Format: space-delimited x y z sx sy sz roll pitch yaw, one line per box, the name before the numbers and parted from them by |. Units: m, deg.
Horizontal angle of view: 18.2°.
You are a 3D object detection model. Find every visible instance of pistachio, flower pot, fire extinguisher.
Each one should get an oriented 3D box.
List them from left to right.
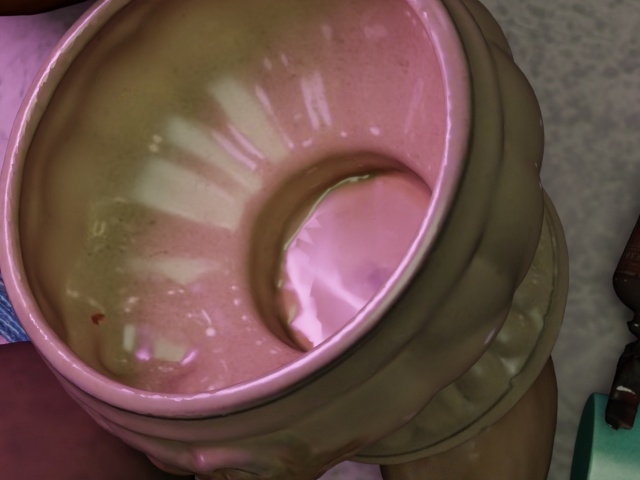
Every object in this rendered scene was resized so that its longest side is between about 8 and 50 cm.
flower pot | 0.000 0.000 1.112 0.307 0.244 0.307 -11 65 25
pistachio | 0.091 0.125 1.235 0.126 0.108 0.185 5 93 -36
fire extinguisher | 0.225 0.002 1.246 0.075 0.106 0.252 23 84 24

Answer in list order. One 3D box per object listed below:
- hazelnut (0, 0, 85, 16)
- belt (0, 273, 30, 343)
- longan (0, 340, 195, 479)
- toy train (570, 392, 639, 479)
hazelnut | -0.143 -0.284 1.149 0.372 0.372 0.315 -38 122 -5
belt | -0.180 0.018 1.252 0.179 0.065 0.100 31 95 0
longan | -0.173 0.180 1.165 0.248 0.248 0.248 0 85 -2
toy train | 0.259 0.178 1.245 0.248 0.101 0.159 13 69 -1
